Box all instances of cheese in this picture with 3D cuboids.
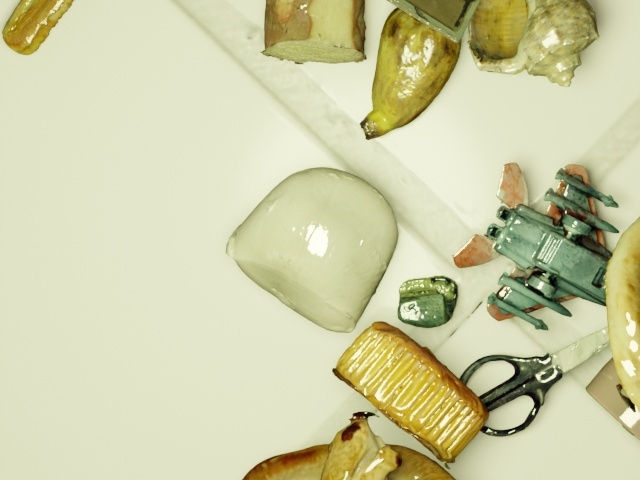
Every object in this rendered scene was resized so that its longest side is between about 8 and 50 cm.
[{"bbox_3d":[0.000,0.000,1.627,0.198,0.154,0.189,35,91,3],"label":"cheese"}]

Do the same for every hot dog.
[{"bbox_3d":[-0.340,-0.337,1.689,0.066,0.047,0.216,40,97,16],"label":"hot dog"}]

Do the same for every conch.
[{"bbox_3d":[0.254,-0.275,1.597,0.155,0.130,0.207,-22,77,-7],"label":"conch"}]

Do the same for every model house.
[{"bbox_3d":[0.138,0.080,1.653,0.078,0.083,0.066,-2,92,6],"label":"model house"}]

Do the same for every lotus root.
[{"bbox_3d":[0.110,-0.214,1.638,0.108,0.094,0.191,36,111,41],"label":"lotus root"}]

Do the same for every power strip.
[{"bbox_3d":[0.409,0.209,1.599,0.154,0.154,0.078,42,95,2],"label":"power strip"}]

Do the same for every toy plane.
[{"bbox_3d":[0.341,0.040,1.621,0.326,0.104,0.223,29,95,3],"label":"toy plane"}]

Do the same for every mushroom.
[{"bbox_3d":[0.009,0.380,1.581,0.345,0.259,0.346,-13,59,22],"label":"mushroom"}]

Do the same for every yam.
[{"bbox_3d":[-0.002,-0.345,1.621,0.128,0.129,0.238,5,92,33],"label":"yam"}]

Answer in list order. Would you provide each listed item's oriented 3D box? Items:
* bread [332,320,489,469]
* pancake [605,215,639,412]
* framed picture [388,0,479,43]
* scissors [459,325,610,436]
[{"bbox_3d":[0.117,0.186,1.613,0.199,0.199,0.104,40,87,2],"label":"bread"},{"bbox_3d":[0.511,0.127,1.545,0.382,0.071,0.382,7,69,-18],"label":"pancake"},{"bbox_3d":[0.145,-0.410,1.585,0.209,0.019,0.281,31,76,-11],"label":"framed picture"},{"bbox_3d":[0.309,0.153,1.630,0.300,0.022,0.109,-33,89,25],"label":"scissors"}]
